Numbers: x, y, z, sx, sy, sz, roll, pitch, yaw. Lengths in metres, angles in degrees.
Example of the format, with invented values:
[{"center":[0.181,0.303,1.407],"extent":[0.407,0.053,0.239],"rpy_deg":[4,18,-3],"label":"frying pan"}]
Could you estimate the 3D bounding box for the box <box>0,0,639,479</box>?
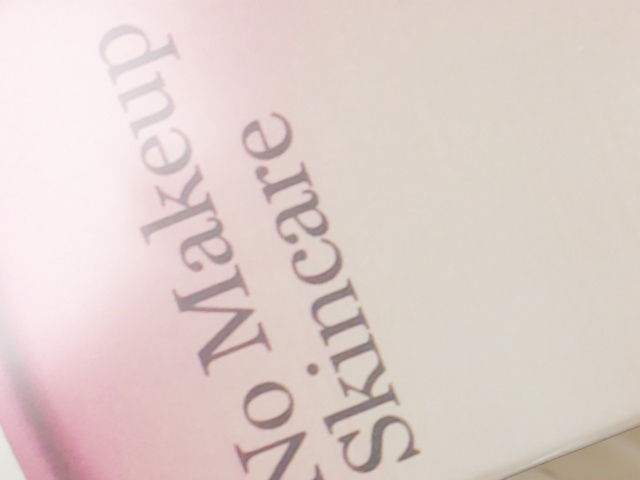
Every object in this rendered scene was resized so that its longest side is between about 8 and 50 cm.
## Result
[{"center":[-0.006,-0.010,0.463],"extent":[0.232,0.127,0.148],"rpy_deg":[-22,93,2],"label":"box"}]
